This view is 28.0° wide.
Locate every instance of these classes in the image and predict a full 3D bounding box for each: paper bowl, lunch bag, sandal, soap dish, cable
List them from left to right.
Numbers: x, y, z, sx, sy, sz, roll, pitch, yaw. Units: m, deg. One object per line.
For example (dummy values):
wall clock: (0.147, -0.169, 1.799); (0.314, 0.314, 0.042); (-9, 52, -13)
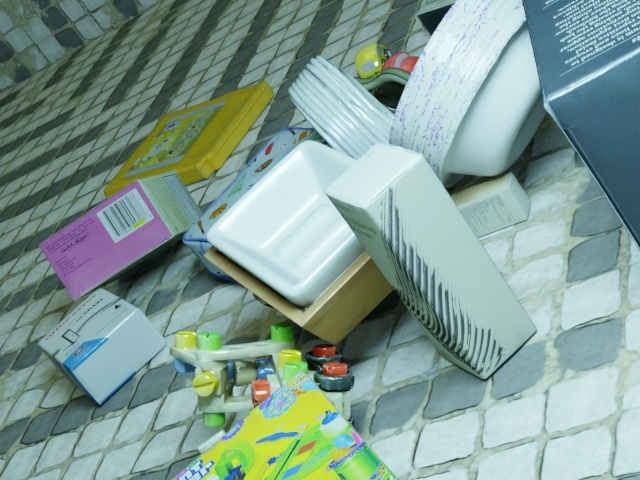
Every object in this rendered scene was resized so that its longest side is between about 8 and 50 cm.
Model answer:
lunch bag: (-0.075, -0.065, 2.114); (0.303, 0.115, 0.243); (-48, 24, -21)
soap dish: (0.000, 0.000, 1.679); (0.229, 0.118, 0.291); (-44, 33, -10)
cable: (0.064, -0.169, 1.940); (0.089, 0.257, 0.257); (-47, 12, 10)
sandal: (0.113, -0.229, 2.182); (0.302, 0.120, 0.086); (1, 72, 57)
paper bowl: (0.224, -0.200, 1.719); (0.284, 0.148, 0.284); (-54, -15, -21)

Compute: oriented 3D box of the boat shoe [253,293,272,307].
boat shoe: (0.041, 0.040, 1.789); (0.285, 0.092, 0.103); (-25, 34, 20)

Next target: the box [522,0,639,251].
box: (0.393, -0.178, 1.458); (0.212, 0.293, 0.395); (-28, 26, 19)

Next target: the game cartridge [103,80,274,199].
game cartridge: (-0.279, -0.205, 2.710); (0.323, 0.053, 0.285); (-15, 32, 42)

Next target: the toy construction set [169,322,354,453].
toy construction set: (-0.074, 0.194, 1.553); (0.215, 0.151, 0.328); (-1, 23, -7)

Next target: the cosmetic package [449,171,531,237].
cosmetic package: (0.219, -0.043, 1.737); (0.115, 0.060, 0.041); (-20, 29, 30)

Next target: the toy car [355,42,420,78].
toy car: (0.068, -0.288, 2.385); (0.225, 0.053, 0.239); (-39, 24, -5)

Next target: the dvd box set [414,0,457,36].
dvd box set: (0.392, -0.560, 2.427); (0.307, 0.062, 0.420); (-9, 36, 47)

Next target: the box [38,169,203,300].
box: (-0.343, -0.015, 2.271); (0.213, 0.117, 0.243); (-32, 1, 12)

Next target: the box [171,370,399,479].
box: (-0.040, 0.325, 1.284); (0.290, 0.177, 0.279); (-40, 24, -4)

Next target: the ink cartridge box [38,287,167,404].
ink cartridge box: (-0.361, 0.169, 2.108); (0.148, 0.086, 0.203); (-44, 25, -16)

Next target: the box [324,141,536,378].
box: (0.128, 0.024, 1.475); (0.094, 0.275, 0.113); (-42, 25, -11)
